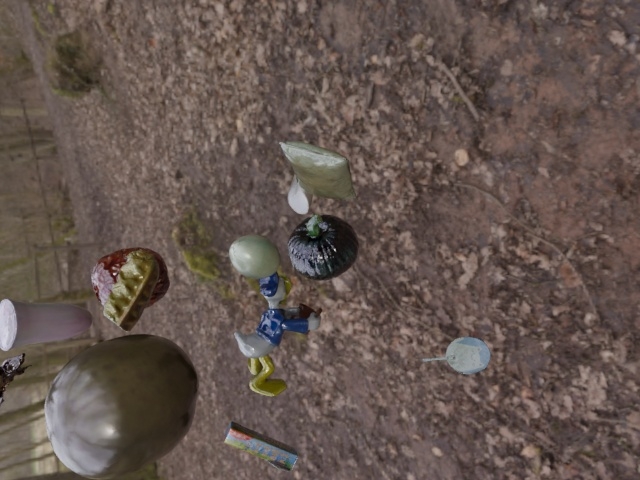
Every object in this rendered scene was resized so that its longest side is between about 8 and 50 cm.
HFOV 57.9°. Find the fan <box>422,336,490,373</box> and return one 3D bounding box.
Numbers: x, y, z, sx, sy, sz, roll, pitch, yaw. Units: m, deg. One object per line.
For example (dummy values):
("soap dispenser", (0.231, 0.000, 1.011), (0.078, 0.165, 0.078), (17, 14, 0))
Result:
("fan", (0.355, 0.304, 1.513), (0.005, 0.176, 0.113), (-63, -39, -66))

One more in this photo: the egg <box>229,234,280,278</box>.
("egg", (-0.173, 0.042, 1.522), (0.114, 0.152, 0.114), (-20, 56, 33))

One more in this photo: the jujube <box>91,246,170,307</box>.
("jujube", (-0.616, 0.131, 1.884), (0.213, 0.232, 0.212), (36, 134, 48))

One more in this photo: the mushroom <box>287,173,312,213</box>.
("mushroom", (-0.071, -0.202, 2.215), (0.116, 0.093, 0.225), (118, 163, -44))

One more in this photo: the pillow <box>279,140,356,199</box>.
("pillow", (0.000, -0.184, 1.582), (0.302, 0.185, 0.074), (64, -138, -73))

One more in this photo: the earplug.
("earplug", (-0.946, 0.288, 2.025), (0.173, 0.301, 0.172), (-4, 84, 41))

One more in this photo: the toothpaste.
("toothpaste", (-0.153, 0.533, 1.493), (0.044, 0.194, 0.070), (-65, 9, -1))

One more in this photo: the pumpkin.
("pumpkin", (0.000, 0.000, 1.950), (0.248, 0.248, 0.247), (178, 90, -64))

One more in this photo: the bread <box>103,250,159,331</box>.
("bread", (-0.527, 0.140, 1.639), (0.088, 0.128, 0.231), (5, 66, 27))

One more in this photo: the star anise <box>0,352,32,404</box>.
("star anise", (-0.790, 0.339, 1.381), (0.212, 0.157, 0.053), (-48, 62, 9))

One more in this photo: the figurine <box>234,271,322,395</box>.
("figurine", (-0.111, 0.231, 1.681), (0.205, 0.284, 0.338), (30, 131, 52))

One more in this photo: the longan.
("longan", (-0.465, 0.394, 1.383), (0.361, 0.361, 0.360), (178, 90, -64))
